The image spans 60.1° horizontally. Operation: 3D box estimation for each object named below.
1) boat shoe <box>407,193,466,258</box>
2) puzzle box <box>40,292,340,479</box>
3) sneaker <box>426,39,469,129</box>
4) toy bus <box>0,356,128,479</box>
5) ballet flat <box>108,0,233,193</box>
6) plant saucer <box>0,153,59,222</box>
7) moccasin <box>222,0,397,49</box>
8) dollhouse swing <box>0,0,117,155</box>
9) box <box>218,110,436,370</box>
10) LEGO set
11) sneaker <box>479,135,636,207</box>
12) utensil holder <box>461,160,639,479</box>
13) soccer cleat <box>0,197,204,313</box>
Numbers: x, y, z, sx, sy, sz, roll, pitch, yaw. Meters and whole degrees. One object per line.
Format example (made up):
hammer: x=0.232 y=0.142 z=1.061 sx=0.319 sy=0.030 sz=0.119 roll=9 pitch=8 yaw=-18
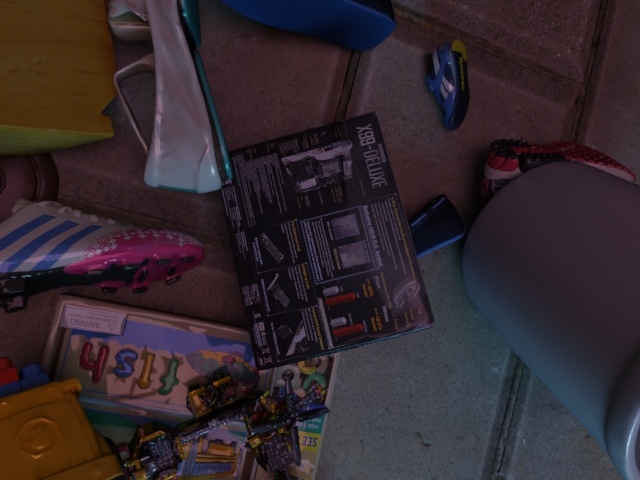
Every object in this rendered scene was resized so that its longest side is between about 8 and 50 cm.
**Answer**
boat shoe: x=0.111 y=-0.003 z=0.883 sx=0.258 sy=0.109 sz=0.089 roll=-22 pitch=90 yaw=-32
puzzle box: x=-0.192 y=0.247 z=0.791 sx=0.408 sy=0.052 sz=0.272 roll=13 pitch=86 yaw=-13
sneaker: x=0.212 y=-0.257 z=0.925 sx=0.053 sy=0.059 sz=0.144 roll=-27 pitch=118 yaw=-45
toy bus: x=-0.338 y=0.249 z=0.650 sx=0.149 sy=0.220 sz=0.211 roll=-15 pitch=61 yaw=-35
ballet flat: x=-0.212 y=-0.253 z=0.729 sx=0.139 sy=0.139 sz=0.401 roll=-9 pitch=81 yaw=-16
plant saucer: x=-0.443 y=-0.079 z=0.739 sx=0.168 sy=0.029 sz=0.169 roll=0 pitch=91 yaw=-16
moccasin: x=-0.039 y=-0.378 z=0.800 sx=0.341 sy=0.137 sz=0.117 roll=11 pitch=63 yaw=-42
dollhouse swing: x=-0.492 y=-0.267 z=0.688 sx=0.315 sy=0.304 sz=0.347 roll=-9 pitch=87 yaw=-59
box: x=0.000 y=0.000 z=0.769 sx=0.242 sy=0.076 sz=0.308 roll=-15 pitch=79 yaw=3
LEGO set: x=-0.090 y=0.341 z=0.671 sx=0.254 sy=0.192 sz=0.332 roll=-10 pitch=88 yaw=-23
sneaker: x=0.406 y=-0.108 z=0.962 sx=0.299 sy=0.121 sz=0.112 roll=0 pitch=120 yaw=-18
utensil holder: x=0.425 y=0.089 z=0.772 sx=0.327 sy=0.385 sz=0.328 roll=-7 pitch=119 yaw=-14
soccer cleat: x=-0.318 y=0.000 z=0.723 sx=0.331 sy=0.116 sz=0.143 roll=-8 pitch=66 yaw=-33
